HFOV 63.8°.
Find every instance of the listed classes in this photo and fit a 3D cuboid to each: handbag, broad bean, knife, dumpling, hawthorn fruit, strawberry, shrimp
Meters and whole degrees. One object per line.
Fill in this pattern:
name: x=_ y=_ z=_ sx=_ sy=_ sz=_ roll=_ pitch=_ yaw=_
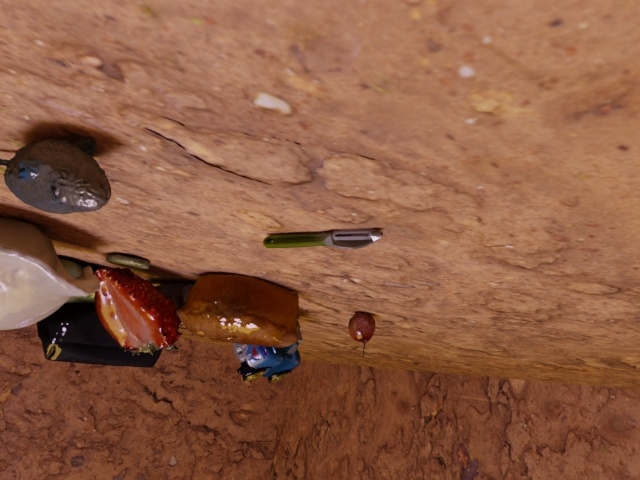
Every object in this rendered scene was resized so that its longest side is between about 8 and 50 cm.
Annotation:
handbag: x=-0.604 y=0.209 z=1.400 sx=0.288 sy=0.152 sz=0.342 roll=34 pitch=-174 yaw=41
broad bean: x=-0.540 y=0.105 z=1.187 sx=0.227 sy=0.100 sz=0.169 roll=18 pitch=169 yaw=-33
knife: x=0.000 y=0.000 z=0.661 sx=0.184 sy=0.022 sz=0.026 roll=-2 pitch=134 yaw=33
dumpling: x=-0.530 y=0.054 z=0.841 sx=0.318 sy=0.187 sz=0.242 roll=26 pitch=160 yaw=-38
hawthorn fruit: x=0.101 y=0.221 z=1.212 sx=0.066 sy=0.103 sz=0.067 roll=-11 pitch=165 yaw=-3
strawberry: x=-0.396 y=0.140 z=1.084 sx=0.174 sy=0.098 sz=0.228 roll=-24 pitch=114 yaw=31
shrimp: x=-0.373 y=0.161 z=1.246 sx=0.342 sy=0.117 sz=0.145 roll=-1 pitch=148 yaw=30

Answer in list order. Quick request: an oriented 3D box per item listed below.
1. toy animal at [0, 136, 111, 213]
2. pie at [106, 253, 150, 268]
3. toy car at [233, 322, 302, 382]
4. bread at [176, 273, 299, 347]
toy animal: x=-0.308 y=-0.077 z=0.523 sx=0.252 sy=0.070 sz=0.079 roll=16 pitch=132 yaw=21
pie: x=-0.382 y=0.042 z=1.021 sx=0.085 sy=0.017 sz=0.085 roll=9 pitch=167 yaw=2
toy car: x=-0.128 y=0.247 z=1.320 sx=0.165 sy=0.198 sz=0.314 roll=-27 pitch=157 yaw=8
bread: x=-0.164 y=0.138 z=1.036 sx=0.260 sy=0.129 sz=0.134 roll=8 pitch=163 yaw=-3
